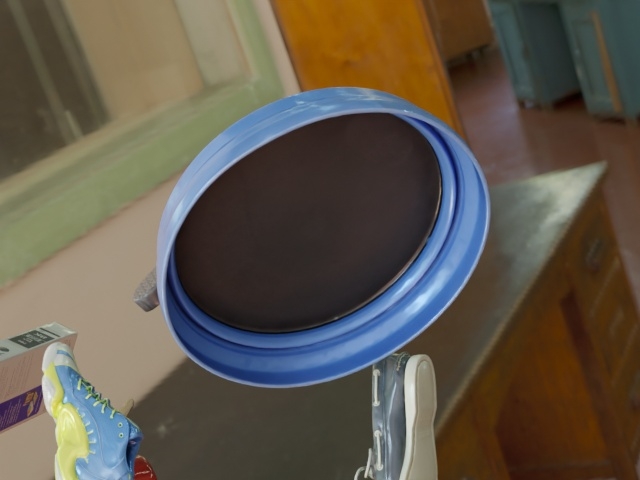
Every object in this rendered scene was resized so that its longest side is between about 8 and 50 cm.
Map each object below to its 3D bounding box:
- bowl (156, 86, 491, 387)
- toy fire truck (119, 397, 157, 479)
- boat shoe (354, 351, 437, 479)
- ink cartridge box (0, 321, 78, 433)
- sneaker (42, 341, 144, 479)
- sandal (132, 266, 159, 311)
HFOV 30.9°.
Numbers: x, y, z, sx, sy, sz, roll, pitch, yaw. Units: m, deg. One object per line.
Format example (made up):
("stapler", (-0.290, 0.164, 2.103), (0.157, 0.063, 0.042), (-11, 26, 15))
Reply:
("bowl", (0.000, 0.000, 1.310), (0.391, 0.391, 0.077), (-22, 43, -8))
("toy fire truck", (-0.321, 0.375, 1.838), (0.158, 0.246, 0.217), (-9, -17, -33))
("boat shoe", (0.095, 0.268, 1.462), (0.079, 0.255, 0.095), (-1, -2, 31))
("ink cartridge box", (-0.555, 0.256, 2.062), (0.065, 0.165, 0.332), (22, 12, 12))
("sneaker", (-0.312, 0.249, 1.619), (0.126, 0.240, 0.091), (-13, -20, -2))
("sandal", (-0.162, 0.009, 1.659), (0.254, 0.054, 0.097), (-44, 19, 5))
